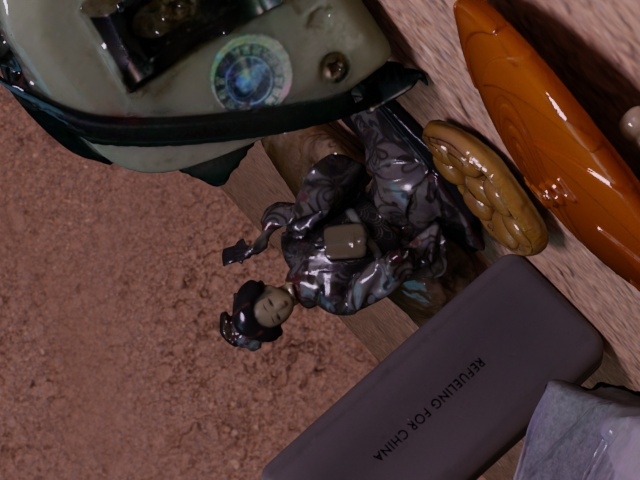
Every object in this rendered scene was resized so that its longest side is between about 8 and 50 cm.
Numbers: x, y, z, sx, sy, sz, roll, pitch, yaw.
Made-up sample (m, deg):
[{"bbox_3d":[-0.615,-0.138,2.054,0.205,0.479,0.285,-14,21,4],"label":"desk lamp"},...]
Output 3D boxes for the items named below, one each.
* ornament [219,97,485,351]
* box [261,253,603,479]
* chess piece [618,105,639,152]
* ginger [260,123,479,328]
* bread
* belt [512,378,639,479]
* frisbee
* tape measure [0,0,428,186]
[{"bbox_3d":[0.000,0.000,1.247,0.166,0.196,0.153,45,175,17],"label":"ornament"},{"bbox_3d":[0.079,0.122,1.207,0.103,0.244,0.055,47,171,16],"label":"box"},{"bbox_3d":[0.159,-0.020,0.734,0.092,0.035,0.035,51,175,12],"label":"chess piece"},{"bbox_3d":[0.034,-0.020,1.433,0.333,0.080,0.166,43,161,20],"label":"ginger"},{"bbox_3d":[0.103,-0.034,1.088,0.110,0.024,0.110,48,173,8],"label":"bread"},{"bbox_3d":[0.204,0.147,0.893,0.184,0.164,0.289,22,180,-14],"label":"belt"},{"bbox_3d":[0.115,-0.032,0.821,0.192,0.035,0.192,53,-176,-5],"label":"frisbee"},{"bbox_3d":[-0.081,-0.121,1.015,0.235,0.207,0.115,53,170,-24],"label":"tape measure"}]
